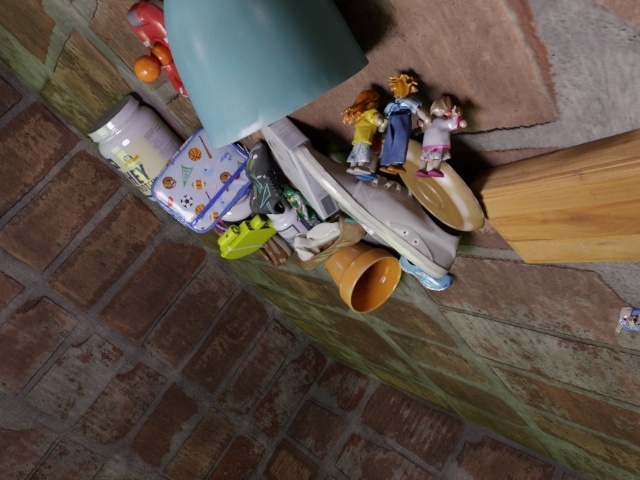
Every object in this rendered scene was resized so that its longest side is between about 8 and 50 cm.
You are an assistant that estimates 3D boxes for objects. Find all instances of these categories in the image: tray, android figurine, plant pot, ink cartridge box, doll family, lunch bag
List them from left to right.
[{"bbox_3d":[-0.345,-0.185,1.458,0.243,0.303,0.115,42,174,-13],"label":"lunch bag"},{"bbox_3d":[-0.254,-0.015,1.704,0.272,0.248,0.056,-39,73,35],"label":"android figurine"},{"bbox_3d":[-0.106,-0.320,0.753,0.293,0.293,0.235,4,129,57],"label":"plant pot"},{"bbox_3d":[-0.066,-0.215,1.262,0.239,0.060,0.275,52,174,38],"label":"ink cartridge box"},{"bbox_3d":[0.115,0.089,1.483,0.188,0.205,0.205,41,168,41],"label":"plant pot"},{"bbox_3d":[0.120,-0.199,0.837,0.118,0.163,0.262,10,179,-36],"label":"doll family"},{"bbox_3d":[0.225,-0.101,0.941,0.236,0.032,0.236,47,178,2],"label":"plant pot"},{"bbox_3d":[0.443,-0.053,0.734,0.202,0.076,0.410,42,159,-17],"label":"tray"}]

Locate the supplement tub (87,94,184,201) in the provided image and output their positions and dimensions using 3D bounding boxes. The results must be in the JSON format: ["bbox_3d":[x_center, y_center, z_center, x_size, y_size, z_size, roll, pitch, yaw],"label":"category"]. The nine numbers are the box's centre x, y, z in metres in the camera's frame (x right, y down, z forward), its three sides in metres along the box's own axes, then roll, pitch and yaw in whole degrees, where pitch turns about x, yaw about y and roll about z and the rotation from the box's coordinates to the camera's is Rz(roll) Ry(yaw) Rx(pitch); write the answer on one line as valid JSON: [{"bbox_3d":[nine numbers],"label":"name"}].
[{"bbox_3d":[-0.627,-0.325,1.695,0.235,0.236,0.325,13,151,49],"label":"supplement tub"}]

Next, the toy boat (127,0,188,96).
[{"bbox_3d":[-0.379,-0.436,1.132,0.150,0.151,0.231,16,153,45],"label":"toy boat"}]

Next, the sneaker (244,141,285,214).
[{"bbox_3d":[-0.157,-0.179,1.422,0.106,0.101,0.268,17,143,13],"label":"sneaker"}]

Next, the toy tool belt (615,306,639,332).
[{"bbox_3d":[0.634,0.165,0.946,0.052,0.051,0.083,40,160,-12],"label":"toy tool belt"}]

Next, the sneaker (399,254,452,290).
[{"bbox_3d":[0.293,0.081,1.329,0.162,0.063,0.073,29,157,20],"label":"sneaker"}]

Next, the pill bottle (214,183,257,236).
[{"bbox_3d":[-0.310,-0.127,1.696,0.181,0.182,0.323,34,161,6],"label":"pill bottle"}]

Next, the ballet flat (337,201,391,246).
[{"bbox_3d":[0.138,-0.059,1.255,0.213,0.072,0.068,37,155,-2],"label":"ballet flat"}]

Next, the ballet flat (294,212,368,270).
[{"bbox_3d":[0.000,0.000,1.417,0.124,0.116,0.342,9,157,-34],"label":"ballet flat"}]

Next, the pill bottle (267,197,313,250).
[{"bbox_3d":[-0.098,-0.057,1.608,0.107,0.108,0.180,11,148,51],"label":"pill bottle"}]

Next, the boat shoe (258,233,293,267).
[{"bbox_3d":[-0.257,-0.011,1.972,0.324,0.120,0.122,43,160,-19],"label":"boat shoe"}]

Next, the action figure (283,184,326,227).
[{"bbox_3d":[-0.045,-0.089,1.521,0.232,0.063,0.137,48,161,-21],"label":"action figure"}]

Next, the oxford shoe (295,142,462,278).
[{"bbox_3d":[0.139,-0.089,1.085,0.449,0.130,0.169,37,-168,-4],"label":"oxford shoe"}]
